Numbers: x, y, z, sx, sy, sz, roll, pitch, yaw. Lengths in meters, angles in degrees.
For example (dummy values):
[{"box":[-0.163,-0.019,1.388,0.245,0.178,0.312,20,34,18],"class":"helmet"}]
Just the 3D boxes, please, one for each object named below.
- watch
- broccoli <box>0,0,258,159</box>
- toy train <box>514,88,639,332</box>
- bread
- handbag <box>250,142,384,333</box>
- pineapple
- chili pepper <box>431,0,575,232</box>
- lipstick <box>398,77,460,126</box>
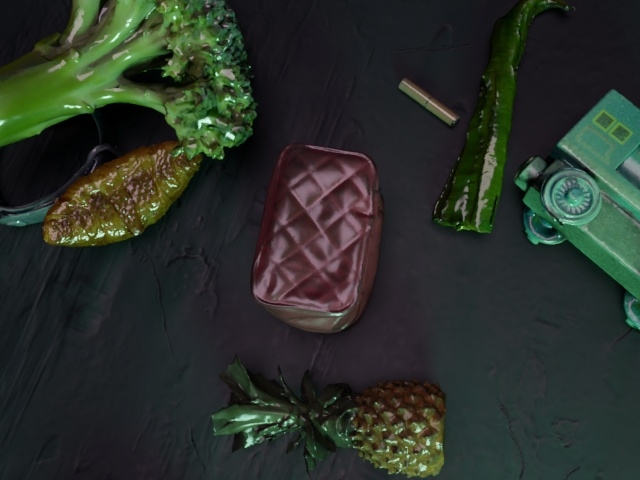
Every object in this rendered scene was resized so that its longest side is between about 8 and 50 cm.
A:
[{"box":[-0.383,-0.123,0.922,0.206,0.068,0.193,-9,81,8],"class":"watch"},{"box":[-0.300,-0.269,0.845,0.396,0.275,0.353,-12,43,4],"class":"broccoli"},{"box":[0.387,-0.026,0.784,0.194,0.120,0.298,-44,77,-8],"class":"toy train"},{"box":[-0.261,-0.059,0.881,0.233,0.076,0.105,-33,105,-14],"class":"bread"},{"box":[0.000,0.000,0.816,0.146,0.135,0.225,8,75,9],"class":"handbag"},{"box":[0.009,0.204,0.782,0.277,0.119,0.130,3,97,9],"class":"pineapple"},{"box":[0.238,-0.179,0.860,0.084,0.076,0.359,16,80,35],"class":"chili pepper"},{"box":[0.148,-0.189,0.894,0.094,0.019,0.019,40,85,13],"class":"lipstick"}]
